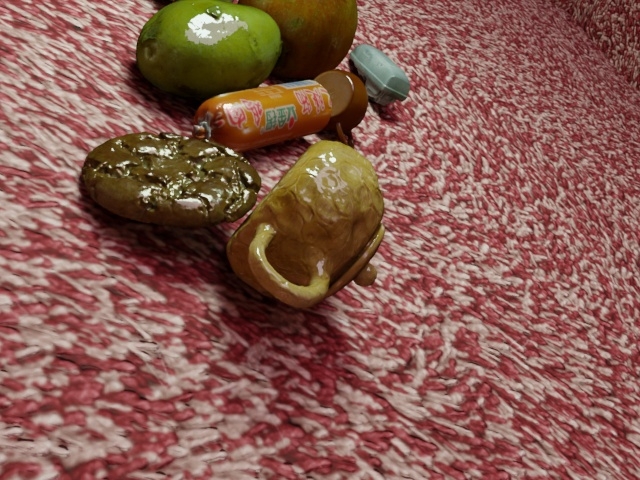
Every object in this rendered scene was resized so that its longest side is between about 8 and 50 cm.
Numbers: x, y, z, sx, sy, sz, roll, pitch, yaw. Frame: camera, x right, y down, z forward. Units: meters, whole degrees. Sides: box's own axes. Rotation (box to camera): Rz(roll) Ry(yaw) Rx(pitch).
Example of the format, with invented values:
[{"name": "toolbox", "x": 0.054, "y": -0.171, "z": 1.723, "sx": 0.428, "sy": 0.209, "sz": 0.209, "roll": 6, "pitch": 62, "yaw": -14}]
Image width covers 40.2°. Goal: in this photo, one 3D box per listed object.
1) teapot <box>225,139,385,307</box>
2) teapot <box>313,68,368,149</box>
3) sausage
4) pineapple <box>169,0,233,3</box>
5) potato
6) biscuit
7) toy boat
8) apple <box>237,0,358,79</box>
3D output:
[{"name": "teapot", "x": 0.000, "y": 0.000, "z": 1.032, "sx": 0.167, "sy": 0.203, "sz": 0.311, "roll": 42, "pitch": 23, "yaw": -5}, {"name": "teapot", "x": 0.036, "y": -0.233, "z": 1.530, "sx": 0.116, "sy": 0.116, "sz": 0.173, "roll": 6, "pitch": 67, "yaw": -42}, {"name": "sausage", "x": -0.094, "y": -0.185, "z": 1.322, "sx": 0.093, "sy": 0.093, "sz": 0.312, "roll": 43, "pitch": 29, "yaw": 13}, {"name": "pineapple", "x": -0.277, "y": -0.530, "z": 1.604, "sx": 0.170, "sy": 0.141, "sz": 0.310, "roll": -34, "pitch": 62, "yaw": -30}, {"name": "potato", "x": -0.169, "y": -0.298, "z": 1.338, "sx": 0.186, "sy": 0.148, "sz": 0.253, "roll": 33, "pitch": 30, "yaw": 16}, {"name": "biscuit", "x": -0.177, "y": -0.080, "z": 1.063, "sx": 0.226, "sy": 0.042, "sz": 0.226, "roll": 10, "pitch": 28, "yaw": -5}, {"name": "toy boat", "x": 0.110, "y": -0.345, "z": 1.805, "sx": 0.078, "sy": 0.085, "sz": 0.260, "roll": 21, "pitch": 21, "yaw": -26}, {"name": "apple", "x": -0.044, "y": -0.400, "z": 1.612, "sx": 0.237, "sy": 0.207, "sz": 0.237, "roll": 10, "pitch": 32, "yaw": -6}]
